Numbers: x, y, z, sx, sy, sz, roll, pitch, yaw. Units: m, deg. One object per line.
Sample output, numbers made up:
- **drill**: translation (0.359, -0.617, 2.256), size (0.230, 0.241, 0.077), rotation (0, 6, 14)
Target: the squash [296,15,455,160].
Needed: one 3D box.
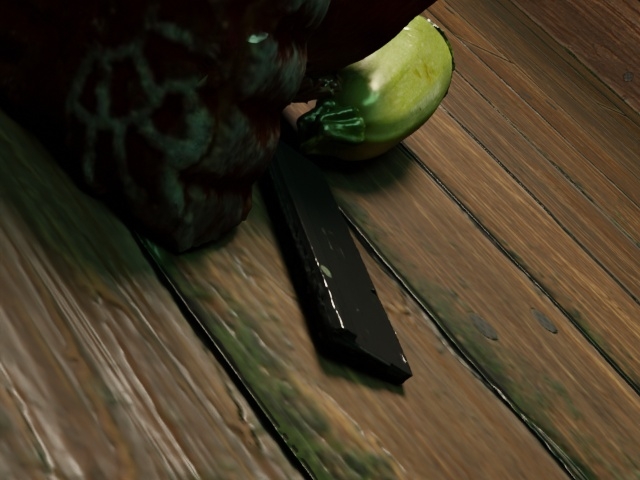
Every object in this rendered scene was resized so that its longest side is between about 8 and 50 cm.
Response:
- **squash**: translation (0.030, -0.101, 0.707), size (0.094, 0.094, 0.224), rotation (39, 30, 0)

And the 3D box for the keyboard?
- **keyboard**: translation (0.000, 0.000, 0.530), size (0.060, 0.018, 0.195), rotation (33, 21, -33)

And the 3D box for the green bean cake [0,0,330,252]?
- **green bean cake**: translation (-0.111, -0.134, 0.466), size (0.233, 0.198, 0.097), rotation (27, 11, 11)

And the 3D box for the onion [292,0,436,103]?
- **onion**: translation (-0.033, -0.161, 0.597), size (0.230, 0.163, 0.230), rotation (10, -7, 1)
